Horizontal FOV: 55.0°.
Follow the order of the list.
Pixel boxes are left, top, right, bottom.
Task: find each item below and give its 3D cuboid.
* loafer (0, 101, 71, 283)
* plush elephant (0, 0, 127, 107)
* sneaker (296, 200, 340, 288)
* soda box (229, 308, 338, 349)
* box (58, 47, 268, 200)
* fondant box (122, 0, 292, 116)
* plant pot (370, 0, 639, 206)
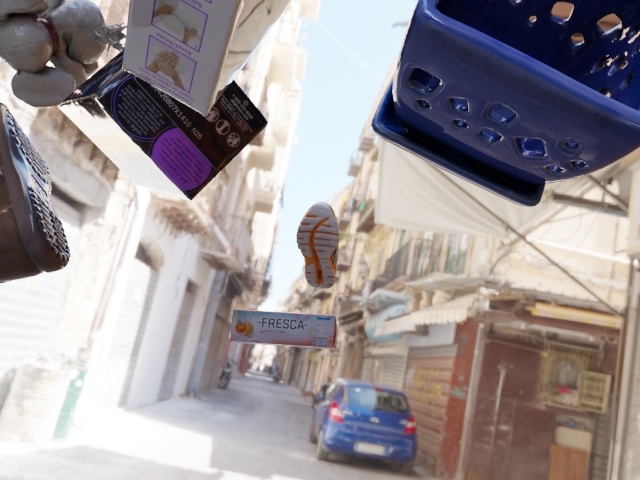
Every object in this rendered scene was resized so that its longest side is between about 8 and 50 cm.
[{"bbox_3d":[-0.473,-0.078,0.890,0.366,0.130,0.133,54,-13,42],"label":"loafer"},{"bbox_3d":[-0.618,-0.442,1.354,0.330,0.271,0.255,17,30,40],"label":"plush elephant"},{"bbox_3d":[0.000,0.000,1.221,0.084,0.083,0.214,10,-44,7],"label":"sneaker"},{"bbox_3d":[-0.062,0.155,1.073,0.183,0.058,0.063,3,-12,7],"label":"soda box"},{"bbox_3d":[-0.219,-0.168,0.820,0.165,0.143,0.270,51,-18,-28],"label":"box"},{"bbox_3d":[-0.050,-0.299,0.504,0.096,0.238,0.330,28,-36,-4],"label":"fondant box"},{"bbox_3d":[0.196,-0.184,0.642,0.236,0.235,0.212,26,-28,-1],"label":"plant pot"}]
